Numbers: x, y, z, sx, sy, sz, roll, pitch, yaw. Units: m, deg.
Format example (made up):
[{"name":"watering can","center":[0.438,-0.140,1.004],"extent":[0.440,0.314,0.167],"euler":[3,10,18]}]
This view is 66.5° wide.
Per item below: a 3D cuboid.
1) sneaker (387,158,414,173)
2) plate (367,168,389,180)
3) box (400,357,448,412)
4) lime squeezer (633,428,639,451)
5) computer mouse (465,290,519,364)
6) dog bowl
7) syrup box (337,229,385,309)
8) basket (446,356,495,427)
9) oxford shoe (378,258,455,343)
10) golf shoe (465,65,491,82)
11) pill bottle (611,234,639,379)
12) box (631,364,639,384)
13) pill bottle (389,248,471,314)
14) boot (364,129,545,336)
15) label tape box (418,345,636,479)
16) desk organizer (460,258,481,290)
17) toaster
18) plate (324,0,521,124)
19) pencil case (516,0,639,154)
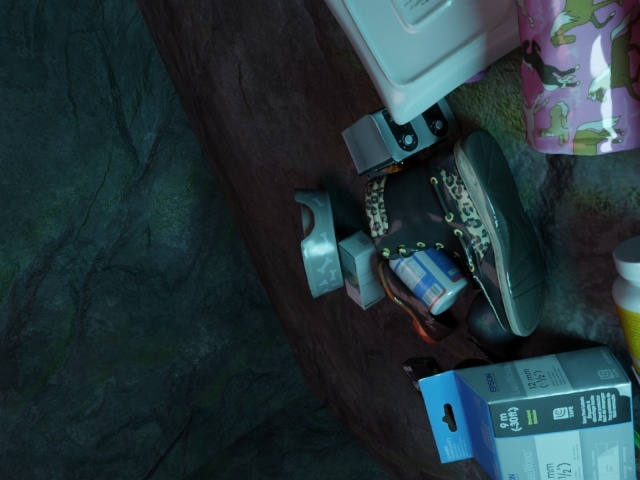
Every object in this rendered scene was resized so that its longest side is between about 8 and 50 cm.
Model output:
[{"name":"sneaker","center":[0.187,-0.149,1.093],"extent":[0.175,0.067,0.064],"euler":[48,138,22]},{"name":"plate","center":[0.150,-0.177,1.221],"extent":[0.188,0.024,0.188],"euler":[50,159,28]},{"name":"box","center":[0.363,0.475,1.606],"extent":[0.184,0.045,0.190],"euler":[56,160,3]},{"name":"lime squeezer","center":[0.586,0.396,0.760],"extent":[0.310,0.058,0.110],"euler":[4,-93,-88]},{"name":"computer mouse","center":[0.383,0.216,1.093],"extent":[0.188,0.072,0.272],"euler":[43,162,40]},{"name":"dog bowl","center":[0.000,0.000,1.525],"extent":[0.349,0.102,0.349],"euler":[-10,-90,-87]},{"name":"syrup box","center":[0.133,0.096,1.545],"extent":[0.093,0.096,0.237],"euler":[42,154,45]},{"name":"basket","center":[0.415,0.418,1.164],"extent":[0.227,0.154,0.204],"euler":[47,-157,-38]},{"name":"oxford shoe","center":[0.267,0.149,1.339],"extent":[0.271,0.096,0.098],"euler":[51,140,10]},{"name":"golf shoe","center":[0.166,-0.383,0.764],"extent":[0.306,0.115,0.140],"euler":[53,156,14]},{"name":"pill bottle","center":[0.479,0.099,0.676],"extent":[0.117,0.117,0.209],"euler":[10,127,65]},{"name":"box","center":[0.607,0.340,0.699],"extent":[0.322,0.058,0.232],"euler":[60,180,-5]},{"name":"pill bottle","center":[0.245,0.059,1.180],"extent":[0.221,0.124,0.124],"euler":[51,159,25]},{"name":"boot","center":[0.251,0.003,0.952],"extent":[0.284,0.138,0.378],"euler":[-12,105,50]},{"name":"label tape box","center":[0.385,0.355,0.924],"extent":[0.115,0.347,0.249],"euler":[-81,-25,-64]},{"name":"desk organizer","center":[0.337,0.045,1.043],"extent":[0.130,0.050,0.047],"euler":[64,160,-14]},{"name":"toaster","center":[0.151,-0.209,0.967],"extent":[0.110,0.168,0.185],"euler":[65,160,-4]},{"name":"plate","center":[0.149,-0.356,0.708],"extent":[0.277,0.045,0.278],"euler":[-30,90,34]},{"name":"pencil case","center":[0.283,-0.288,0.529],"extent":[0.167,0.160,0.386],"euler":[-112,1,-64]}]
